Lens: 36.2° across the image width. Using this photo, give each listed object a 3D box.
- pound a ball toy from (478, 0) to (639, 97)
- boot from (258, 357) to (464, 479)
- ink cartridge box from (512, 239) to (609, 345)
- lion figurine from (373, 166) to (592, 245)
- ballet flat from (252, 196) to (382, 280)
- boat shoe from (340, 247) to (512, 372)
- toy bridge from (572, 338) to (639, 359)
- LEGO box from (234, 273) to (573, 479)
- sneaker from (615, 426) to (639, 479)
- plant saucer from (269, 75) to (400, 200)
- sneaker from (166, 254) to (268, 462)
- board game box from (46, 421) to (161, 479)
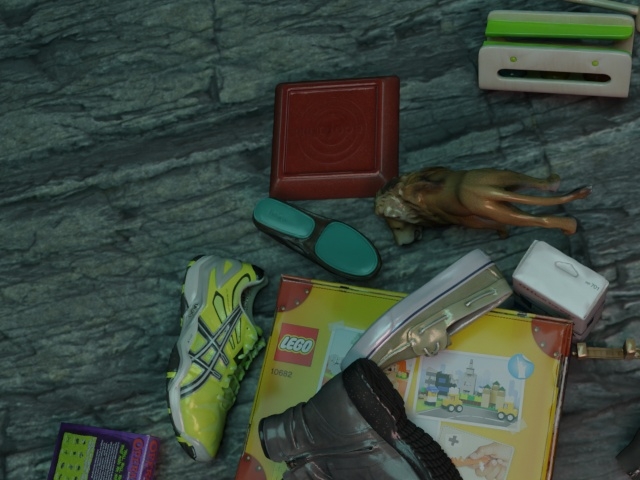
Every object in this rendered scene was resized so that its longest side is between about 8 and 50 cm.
[{"bbox_3d":[0.471,-0.362,1.843,0.319,0.136,0.208,6,48,15],"label":"pound a ball toy"},{"bbox_3d":[0.073,0.365,1.487,0.222,0.118,0.338,-38,79,18],"label":"boot"},{"bbox_3d":[0.403,0.091,1.657,0.139,0.191,0.082,33,82,21],"label":"ink cartridge box"},{"bbox_3d":[0.263,-0.075,1.687,0.240,0.392,0.142,11,77,-19],"label":"lion figurine"},{"bbox_3d":[0.000,0.000,1.831,0.280,0.096,0.095,30,77,22],"label":"ballet flat"},{"bbox_3d":[0.168,0.132,1.536,0.302,0.109,0.094,-39,69,-5],"label":"boat shoe"},{"bbox_3d":[0.525,0.187,1.665,0.188,0.063,0.026,-4,71,10],"label":"toy bridge"},{"bbox_3d":[0.146,0.291,1.649,0.500,0.193,0.373,9,74,16],"label":"LEGO box"},{"bbox_3d":[0.597,0.386,1.588,0.222,0.083,0.118,42,104,15],"label":"sneaker"},{"bbox_3d":[0.024,-0.210,1.923,0.258,0.048,0.259,-2,73,13],"label":"plant saucer"},{"bbox_3d":[-0.183,0.208,1.781,0.147,0.145,0.385,0,73,13],"label":"sneaker"},{"bbox_3d":[-0.418,0.514,1.766,0.208,0.056,0.347,2,72,30],"label":"board game box"}]
